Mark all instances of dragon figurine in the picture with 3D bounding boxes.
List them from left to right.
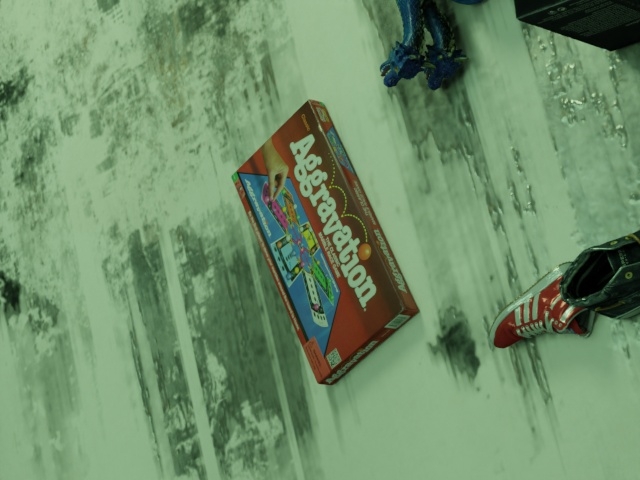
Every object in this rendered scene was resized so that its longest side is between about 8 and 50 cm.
[{"bbox_3d":[0.133,-0.292,1.906,0.144,0.085,0.289,47,116,38],"label":"dragon figurine"}]

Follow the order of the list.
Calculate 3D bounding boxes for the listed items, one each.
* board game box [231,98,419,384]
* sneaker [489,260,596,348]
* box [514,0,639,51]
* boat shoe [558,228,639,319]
[{"bbox_3d":[0.000,0.000,2.032,0.145,0.027,0.281,-42,57,30],"label":"board game box"},{"bbox_3d":[0.215,0.081,1.798,0.118,0.042,0.067,-46,52,27],"label":"sneaker"},{"bbox_3d":[0.252,-0.272,1.735,0.093,0.158,0.156,-18,71,40],"label":"box"},{"bbox_3d":[0.303,0.012,1.694,0.183,0.083,0.065,-42,57,32],"label":"boat shoe"}]
